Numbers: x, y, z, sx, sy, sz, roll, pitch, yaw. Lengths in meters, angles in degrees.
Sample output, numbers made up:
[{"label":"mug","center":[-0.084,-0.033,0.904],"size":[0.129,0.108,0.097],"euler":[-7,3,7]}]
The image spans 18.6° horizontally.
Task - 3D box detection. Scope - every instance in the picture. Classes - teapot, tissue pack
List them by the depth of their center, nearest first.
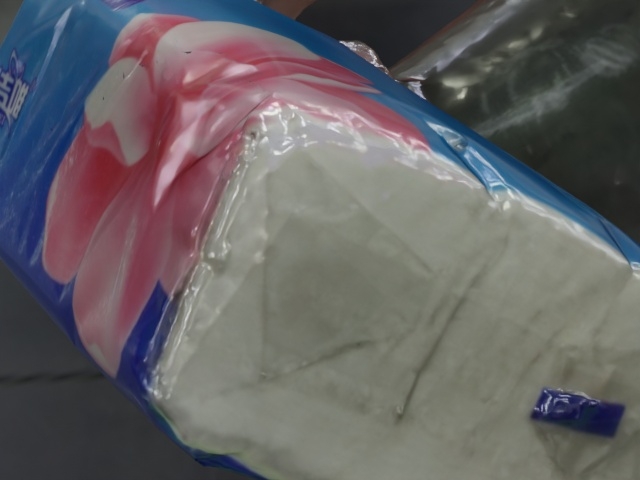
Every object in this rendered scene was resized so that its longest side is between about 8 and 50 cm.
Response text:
[{"label":"tissue pack","center":[0.000,0.000,0.705],"size":[0.209,0.137,0.269],"euler":[27,4,-27]},{"label":"teapot","center":[0.093,-0.029,1.156],"size":[0.361,0.376,0.305],"euler":[-22,36,-12]}]
